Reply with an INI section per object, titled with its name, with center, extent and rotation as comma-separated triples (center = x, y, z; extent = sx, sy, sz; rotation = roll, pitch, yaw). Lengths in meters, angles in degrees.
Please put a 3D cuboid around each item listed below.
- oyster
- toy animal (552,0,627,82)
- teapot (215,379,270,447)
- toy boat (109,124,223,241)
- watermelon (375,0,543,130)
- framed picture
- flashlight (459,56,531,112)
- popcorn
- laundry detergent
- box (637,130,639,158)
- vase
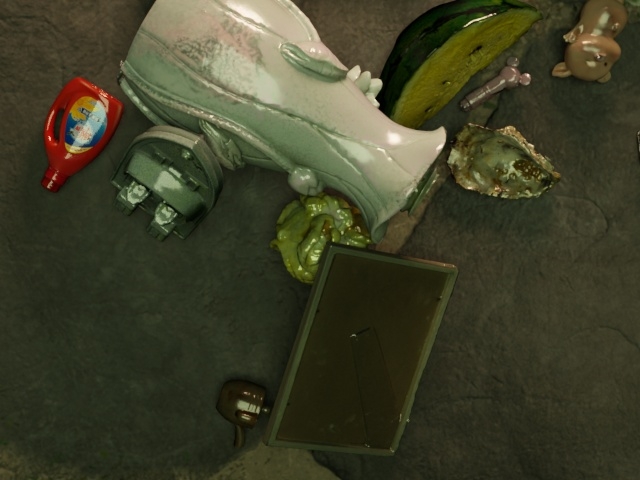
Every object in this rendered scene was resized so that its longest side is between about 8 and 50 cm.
[oyster]
center = 0.276, -0.116, 1.668
extent = 0.177, 0.056, 0.105
rotation = 9, 107, -4
[toy animal]
center = 0.409, -0.298, 1.651
extent = 0.083, 0.089, 0.150
rotation = 26, 98, 16
[teapot]
center = -0.121, 0.266, 1.675
extent = 0.080, 0.085, 0.110
rotation = 20, 114, -4
[toy boat]
center = -0.205, -0.082, 1.517
extent = 0.141, 0.319, 0.092
rotation = 38, 67, -7
[watermelon]
center = 0.183, -0.264, 1.631
extent = 0.301, 0.123, 0.129
rotation = -42, 118, 4
[framed picture]
center = 0.063, 0.167, 1.636
extent = 0.232, 0.024, 0.315
rotation = 12, 102, -30
[flashlight]
center = 0.257, -0.226, 1.668
extent = 0.110, 0.031, 0.052
rotation = -33, 73, 4
[popcorn]
center = 0.000, 0.000, 1.636
extent = 0.141, 0.162, 0.135
rotation = 37, 129, 16
[laundry detergent]
center = -0.361, -0.148, 1.627
extent = 0.097, 0.049, 0.165
rotation = 32, 94, 1
[box]
center = 0.527, -0.142, 1.677
extent = 0.084, 0.063, 0.060
rotation = -9, 95, -3
[vase]
center = -0.043, -0.181, 1.535
extent = 0.445, 0.250, 0.250
rotation = 33, 93, 1
